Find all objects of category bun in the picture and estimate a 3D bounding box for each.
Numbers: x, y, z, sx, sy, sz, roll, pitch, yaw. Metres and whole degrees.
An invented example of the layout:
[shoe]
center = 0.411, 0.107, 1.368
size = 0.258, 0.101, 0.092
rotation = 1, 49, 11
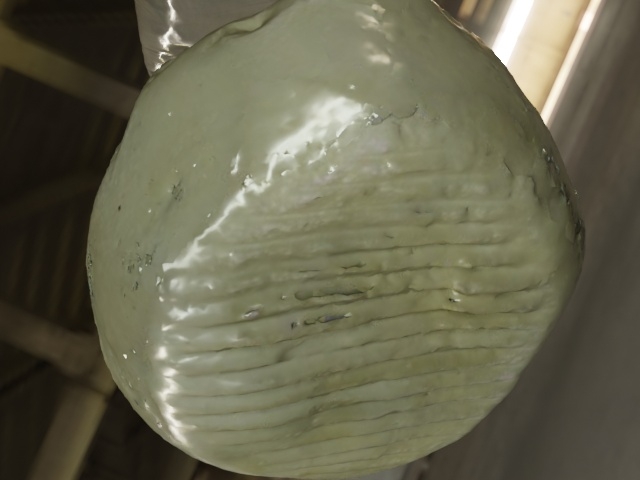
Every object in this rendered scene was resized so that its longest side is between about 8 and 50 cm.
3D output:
[bun]
center = 0.000, 0.000, 1.079
size = 0.326, 0.234, 0.362
rotation = -30, -45, -8

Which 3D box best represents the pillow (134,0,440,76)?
[pillow]
center = -0.030, -0.183, 1.364
size = 0.173, 0.270, 0.067
rotation = 98, 164, -53
